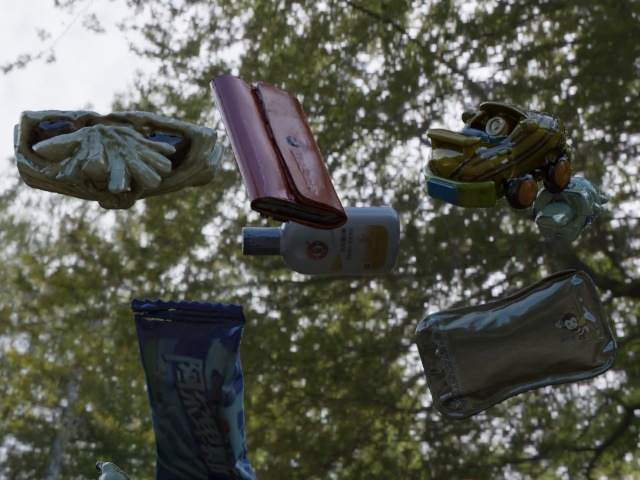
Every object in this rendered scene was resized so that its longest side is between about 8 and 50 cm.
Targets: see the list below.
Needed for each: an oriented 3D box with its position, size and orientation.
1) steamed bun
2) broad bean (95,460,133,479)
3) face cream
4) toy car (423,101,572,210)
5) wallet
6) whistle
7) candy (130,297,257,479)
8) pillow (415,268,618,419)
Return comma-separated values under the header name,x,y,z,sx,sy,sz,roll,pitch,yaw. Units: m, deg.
name,x,y,z,sx,sy,sz,roll,pitch,yaw
steamed bun,-0.407,-0.161,1.720,0.428,0.247,0.189,5,-28,-5
broad bean,-0.286,0.391,1.264,0.070,0.213,0.048,-15,-48,-24
face cream,0.000,0.000,1.638,0.291,0.071,0.143,2,-60,-8
toy car,0.273,-0.145,1.367,0.200,0.248,0.142,21,-53,47
wallet,-0.052,-0.110,1.071,0.142,0.204,0.045,13,-46,-41
whistle,0.413,-0.053,1.474,0.110,0.244,0.092,11,-70,27
candy,-0.178,0.245,1.308,0.187,0.077,0.331,-1,-80,14
pillow,0.220,0.121,1.004,0.218,0.130,0.033,-19,-18,16
